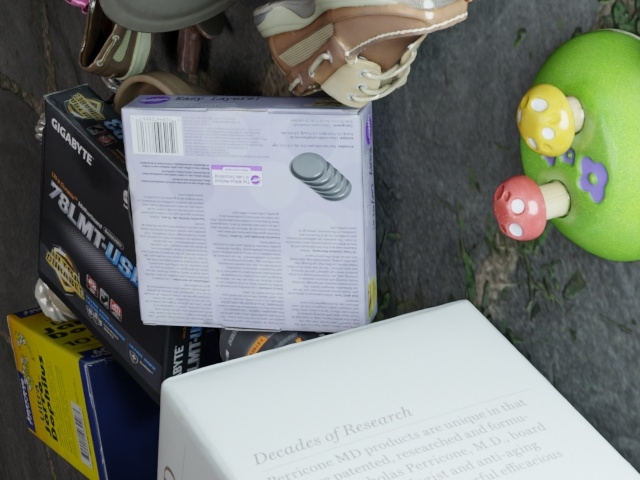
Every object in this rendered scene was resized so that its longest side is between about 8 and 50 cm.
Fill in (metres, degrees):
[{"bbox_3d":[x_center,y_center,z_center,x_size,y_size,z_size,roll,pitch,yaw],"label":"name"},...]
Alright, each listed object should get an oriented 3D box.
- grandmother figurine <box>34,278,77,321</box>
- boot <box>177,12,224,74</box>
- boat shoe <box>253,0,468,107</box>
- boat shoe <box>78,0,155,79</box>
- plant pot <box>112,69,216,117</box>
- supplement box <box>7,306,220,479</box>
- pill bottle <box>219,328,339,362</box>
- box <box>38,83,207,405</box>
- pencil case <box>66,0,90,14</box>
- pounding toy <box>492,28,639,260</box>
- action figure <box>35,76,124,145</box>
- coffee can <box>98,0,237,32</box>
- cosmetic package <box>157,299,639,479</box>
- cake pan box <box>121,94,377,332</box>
[{"bbox_3d":[-0.279,0.032,1.878,0.342,0.104,0.207,-25,75,43],"label":"grandmother figurine"},{"bbox_3d":[-0.151,-0.240,1.679,0.106,0.037,0.114,-112,29,-43],"label":"boot"},{"bbox_3d":[0.046,-0.188,1.267,0.324,0.123,0.116,10,118,67],"label":"boat shoe"},{"bbox_3d":[-0.248,-0.324,1.711,0.095,0.095,0.257,28,114,43],"label":"boat shoe"},{"bbox_3d":[-0.148,-0.098,1.646,0.237,0.110,0.237,33,134,42],"label":"plant pot"},{"bbox_3d":[-0.298,0.206,1.990,0.356,0.194,0.195,14,115,59],"label":"supplement box"},{"bbox_3d":[0.000,0.164,1.486,0.245,0.130,0.130,46,140,42],"label":"pill bottle"},{"bbox_3d":[-0.243,0.006,1.677,0.295,0.073,0.293,42,140,32],"label":"box"},{"bbox_3d":[-0.295,-0.406,1.817,0.098,0.095,0.209,-87,8,-46],"label":"pencil case"},{"bbox_3d":[0.201,-0.065,1.025,0.237,0.110,0.182,-7,97,63],"label":"pounding toy"},{"bbox_3d":[-0.288,-0.161,1.849,0.276,0.164,0.141,23,160,51],"label":"action figure"},{"bbox_3d":[-0.196,-0.399,1.513,0.275,0.202,0.201,64,150,23],"label":"coffee can"},{"bbox_3d":[0.081,0.318,1.194,0.393,0.328,0.329,47,141,44],"label":"cosmetic package"},{"bbox_3d":[-0.076,-0.027,1.430,0.070,0.267,0.245,-56,-35,-67],"label":"cake pan box"}]
